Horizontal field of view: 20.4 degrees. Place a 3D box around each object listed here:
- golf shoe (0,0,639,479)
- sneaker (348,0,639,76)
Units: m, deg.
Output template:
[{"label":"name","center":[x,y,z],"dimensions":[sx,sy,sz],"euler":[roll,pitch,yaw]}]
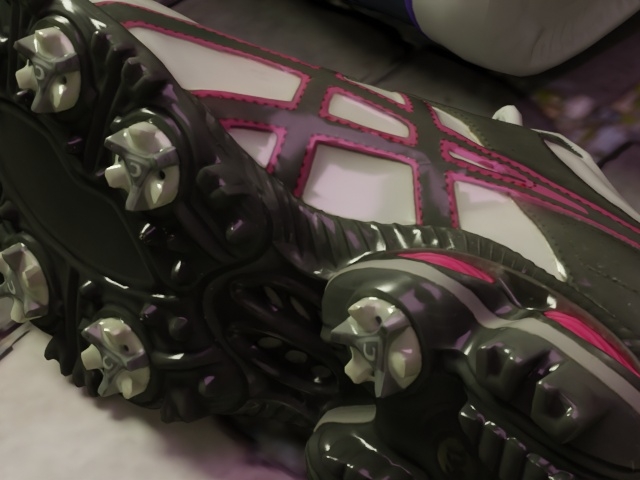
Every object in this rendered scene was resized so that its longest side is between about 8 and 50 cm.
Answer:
[{"label":"golf shoe","center":[0.000,0.000,0.483],"dimensions":[0.273,0.105,0.120],"euler":[36,40,29]},{"label":"sneaker","center":[0.081,-0.206,0.660],"dimensions":[0.323,0.130,0.236],"euler":[-37,55,-23]}]
